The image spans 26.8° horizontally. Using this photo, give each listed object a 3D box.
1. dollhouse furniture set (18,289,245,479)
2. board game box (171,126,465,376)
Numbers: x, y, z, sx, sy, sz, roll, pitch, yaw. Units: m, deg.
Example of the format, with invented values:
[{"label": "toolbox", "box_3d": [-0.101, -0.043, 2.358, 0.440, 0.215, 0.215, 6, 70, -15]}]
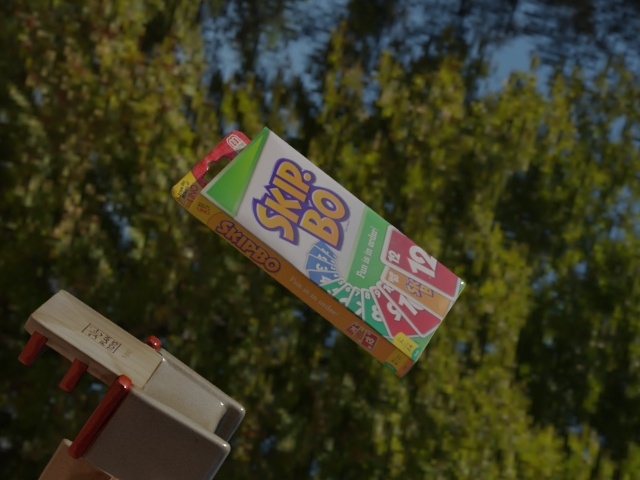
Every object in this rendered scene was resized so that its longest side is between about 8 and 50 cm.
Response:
[{"label": "dollhouse furniture set", "box_3d": [-0.170, 0.176, 0.805, 0.259, 0.135, 0.262, -57, -178, 11]}, {"label": "board game box", "box_3d": [0.000, 0.000, 1.196, 0.124, 0.259, 0.039, -50, 175, -47]}]
